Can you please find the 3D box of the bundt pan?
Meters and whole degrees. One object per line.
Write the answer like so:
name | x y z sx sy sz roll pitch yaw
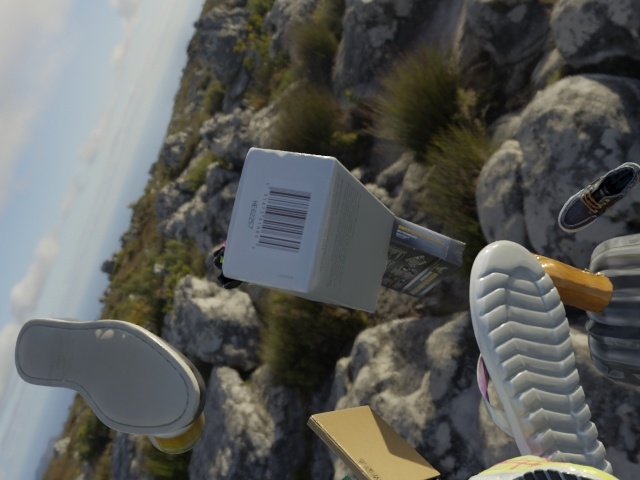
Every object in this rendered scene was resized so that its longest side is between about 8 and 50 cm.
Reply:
bundt pan | 0.623 0.140 1.416 0.124 0.331 0.331 -1 64 30

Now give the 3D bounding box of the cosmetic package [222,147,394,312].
cosmetic package | 0.000 0.000 0.665 0.231 0.085 0.117 33 -112 -70

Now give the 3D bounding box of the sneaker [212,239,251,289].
sneaker | -0.128 0.016 1.071 0.063 0.075 0.170 45 144 31

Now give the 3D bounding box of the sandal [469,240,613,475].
sandal | 0.285 0.204 0.982 0.102 0.169 0.416 -37 60 52

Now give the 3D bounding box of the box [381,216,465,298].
box | 0.179 0.039 1.492 0.231 0.183 0.056 123 165 -63

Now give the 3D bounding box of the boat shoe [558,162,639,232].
boat shoe | 0.521 -0.081 1.308 0.183 0.065 0.083 -44 -17 26

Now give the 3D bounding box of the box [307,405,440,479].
box | 0.096 0.375 1.244 0.201 0.164 0.021 37 112 40

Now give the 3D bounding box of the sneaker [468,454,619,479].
sneaker | 0.263 0.284 0.805 0.208 0.094 0.081 -16 92 46

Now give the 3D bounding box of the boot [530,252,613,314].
boot | 0.422 0.081 1.308 0.295 0.211 0.104 -1 -74 -83

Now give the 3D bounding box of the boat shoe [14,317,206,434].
boat shoe | -0.153 0.097 0.535 0.206 0.065 0.075 6 85 36

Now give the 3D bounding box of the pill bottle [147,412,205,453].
pill bottle | -0.287 0.330 1.326 0.208 0.118 0.117 96 -177 -60

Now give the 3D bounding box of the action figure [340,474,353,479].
action figure | 0.010 0.373 0.818 0.063 0.137 0.232 -33 -10 -48
